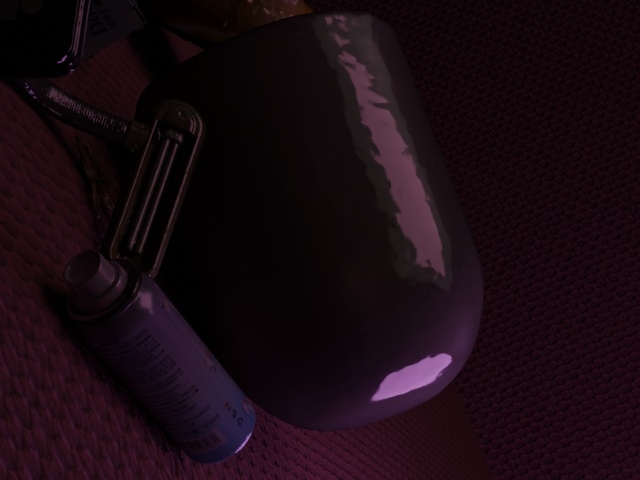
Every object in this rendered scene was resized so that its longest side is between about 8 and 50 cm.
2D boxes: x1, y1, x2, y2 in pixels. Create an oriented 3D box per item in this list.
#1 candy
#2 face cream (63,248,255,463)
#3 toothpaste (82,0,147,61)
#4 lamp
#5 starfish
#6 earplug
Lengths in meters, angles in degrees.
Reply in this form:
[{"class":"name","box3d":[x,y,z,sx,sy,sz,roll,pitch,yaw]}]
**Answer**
[{"class":"candy","box3d":[-0.127,-0.301,1.702,0.260,0.118,0.260,26,-1,0]},{"class":"face cream","box3d":[-0.136,0.094,1.083,0.229,0.075,0.075,58,12,-39]},{"class":"toothpaste","box3d":[-0.289,-0.329,1.299,0.313,0.089,0.071,57,5,-34]},{"class":"lamp","box3d":[-0.216,-0.094,1.119,0.283,0.125,0.203,55,34,-57]},{"class":"starfish","box3d":[-0.213,-0.057,1.232,0.086,0.016,0.092,-99,166,-63]},{"class":"earplug","box3d":[0.000,0.000,1.381,0.312,0.313,0.394,38,31,-69]}]
